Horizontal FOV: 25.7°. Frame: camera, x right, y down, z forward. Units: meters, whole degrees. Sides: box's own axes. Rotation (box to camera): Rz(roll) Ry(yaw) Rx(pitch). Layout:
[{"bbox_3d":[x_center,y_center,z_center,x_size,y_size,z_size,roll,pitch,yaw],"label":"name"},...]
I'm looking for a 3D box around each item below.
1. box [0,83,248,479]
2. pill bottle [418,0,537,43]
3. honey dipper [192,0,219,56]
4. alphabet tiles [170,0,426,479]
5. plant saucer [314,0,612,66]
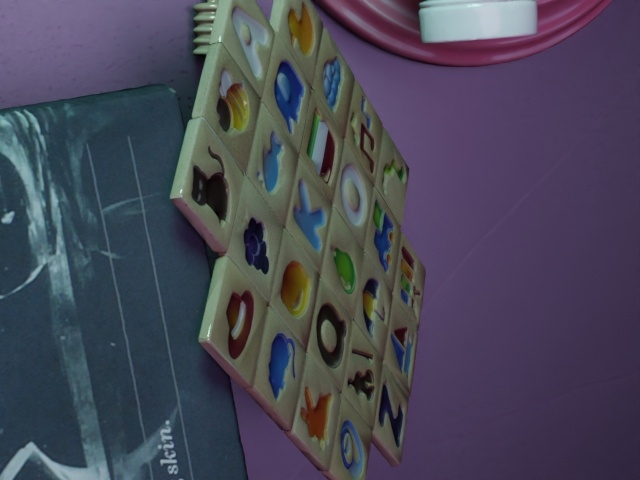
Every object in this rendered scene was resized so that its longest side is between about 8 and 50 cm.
[{"bbox_3d":[-0.299,0.189,0.768,0.472,0.297,0.479,-15,98,-40],"label":"box"},{"bbox_3d":[0.101,-0.232,0.941,0.108,0.108,0.193,-6,99,-15],"label":"pill bottle"},{"bbox_3d":[-0.079,-0.215,1.023,0.031,0.030,0.160,-1,94,-15],"label":"honey dipper"},{"bbox_3d":[0.000,0.000,0.933,0.342,0.011,0.285,54,37,-48],"label":"alphabet tiles"},{"bbox_3d":[0.118,-0.295,1.037,0.332,0.084,0.332,-2,96,-15],"label":"plant saucer"}]
